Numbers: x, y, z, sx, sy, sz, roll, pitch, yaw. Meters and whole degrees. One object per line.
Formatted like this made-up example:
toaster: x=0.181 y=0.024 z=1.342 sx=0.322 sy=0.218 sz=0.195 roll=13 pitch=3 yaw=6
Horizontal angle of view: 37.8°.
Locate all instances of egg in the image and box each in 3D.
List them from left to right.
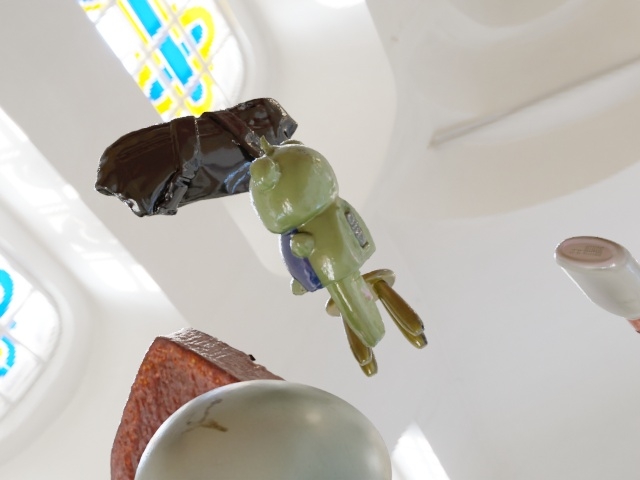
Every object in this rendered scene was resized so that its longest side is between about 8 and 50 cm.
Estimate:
egg: x=-0.040 y=0.211 z=0.806 sx=0.183 sy=0.264 sz=0.183 roll=-2 pitch=-93 yaw=40

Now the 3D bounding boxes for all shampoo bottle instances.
shampoo bottle: x=0.403 y=0.065 z=1.263 sx=0.108 sy=0.221 sz=0.051 roll=6 pitch=-115 yaw=44

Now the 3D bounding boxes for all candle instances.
candle: x=-0.161 y=0.260 z=1.290 sx=0.317 sy=0.131 sz=0.287 roll=-19 pitch=-95 yaw=25

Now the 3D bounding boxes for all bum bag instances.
bum bag: x=-0.160 y=-0.113 z=1.315 sx=0.326 sy=0.080 sz=0.142 roll=-19 pitch=-101 yaw=-27

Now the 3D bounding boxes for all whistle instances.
whistle: x=0.000 y=0.000 z=0.894 sx=0.085 sy=0.227 sz=0.105 roll=-24 pitch=-170 yaw=26

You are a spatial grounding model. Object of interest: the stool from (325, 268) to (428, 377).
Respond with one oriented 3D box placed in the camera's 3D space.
stool: x=0.078 y=0.112 z=1.290 sx=0.135 sy=0.134 sz=0.110 roll=-50 pitch=-121 yaw=39
